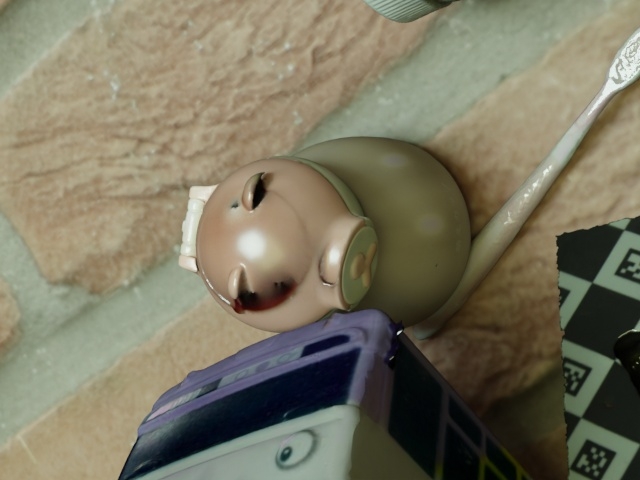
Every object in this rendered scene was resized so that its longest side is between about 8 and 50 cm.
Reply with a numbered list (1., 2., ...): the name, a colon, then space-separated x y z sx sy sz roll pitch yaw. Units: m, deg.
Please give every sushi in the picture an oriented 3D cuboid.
1. sushi: 0.274 0.079 0.909 0.220 0.047 0.231 -14 53 25

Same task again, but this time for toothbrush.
1. toothbrush: 0.157 -0.037 0.991 0.025 0.029 0.307 45 118 19

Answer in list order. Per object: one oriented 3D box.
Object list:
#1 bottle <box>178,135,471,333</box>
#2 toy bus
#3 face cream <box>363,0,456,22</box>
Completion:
1. bottle: 0.000 0.000 0.936 0.147 0.236 0.147 1 93 26
2. toy bus: 0.059 0.253 0.893 0.209 0.249 0.440 -24 125 29
3. face cream: 0.091 -0.266 0.864 0.187 0.201 0.201 -24 92 25
